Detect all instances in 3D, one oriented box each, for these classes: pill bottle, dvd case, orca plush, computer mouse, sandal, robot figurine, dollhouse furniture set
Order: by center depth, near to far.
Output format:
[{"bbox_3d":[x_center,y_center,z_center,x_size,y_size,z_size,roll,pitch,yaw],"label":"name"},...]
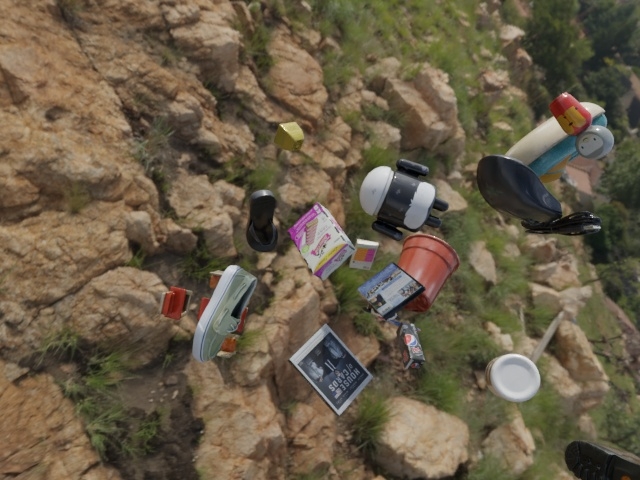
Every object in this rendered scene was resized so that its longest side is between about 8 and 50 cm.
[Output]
[{"bbox_3d":[0.424,-0.074,1.017,0.272,0.188,0.072,34,76,-21],"label":"computer mouse"},{"bbox_3d":[-0.171,-0.040,1.433,0.097,0.254,0.054,-15,55,-13],"label":"sandal"},{"bbox_3d":[0.561,0.408,1.461,0.229,0.131,0.131,53,20,-71],"label":"pill bottle"},{"bbox_3d":[-0.366,0.225,1.572,0.259,0.135,0.262,11,89,5],"label":"dollhouse furniture set"},{"bbox_3d":[0.263,-0.129,1.576,0.278,0.173,0.209,21,56,1],"label":"robot figurine"},{"bbox_3d":[0.034,0.417,1.595,0.238,0.029,0.179,48,60,3],"label":"dvd case"},{"bbox_3d":[0.254,0.179,1.800,0.022,0.180,0.253,56,-4,-24],"label":"dvd case"},{"bbox_3d":[0.255,0.248,1.931,0.287,0.151,0.102,34,72,-74],"label":"orca plush"}]

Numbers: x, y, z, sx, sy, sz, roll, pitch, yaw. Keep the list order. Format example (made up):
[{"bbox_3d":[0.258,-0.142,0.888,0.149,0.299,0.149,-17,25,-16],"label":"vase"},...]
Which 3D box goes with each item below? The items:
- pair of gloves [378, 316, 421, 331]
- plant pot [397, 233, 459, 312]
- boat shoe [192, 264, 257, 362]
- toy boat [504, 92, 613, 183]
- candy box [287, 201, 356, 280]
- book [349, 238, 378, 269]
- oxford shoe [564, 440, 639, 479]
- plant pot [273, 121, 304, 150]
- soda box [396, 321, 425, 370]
[{"bbox_3d":[0.342,0.368,2.162,0.159,0.198,0.023,27,78,-53],"label":"pair of gloves"},{"bbox_3d":[0.439,0.157,2.175,0.272,0.272,0.265,44,57,-14],"label":"plant pot"},{"bbox_3d":[-0.281,0.223,1.435,0.302,0.094,0.109,-69,159,1],"label":"boat shoe"},{"bbox_3d":[0.548,-0.213,1.109,0.148,0.267,0.318,56,7,12],"label":"toy boat"},{"bbox_3d":[0.000,0.000,1.696,0.071,0.159,0.233,34,16,-48],"label":"candy box"},{"bbox_3d":[0.190,0.065,2.157,0.096,0.144,0.035,9,37,-9],"label":"book"},{"bbox_3d":[0.504,0.376,0.746,0.096,0.227,0.082,12,100,-33],"label":"oxford shoe"},{"bbox_3d":[-0.107,-0.371,1.790,0.081,0.081,0.083,-20,57,-40],"label":"plant pot"},{"bbox_3d":[0.310,0.364,1.701,0.053,0.060,0.169,11,36,-13],"label":"soda box"}]
